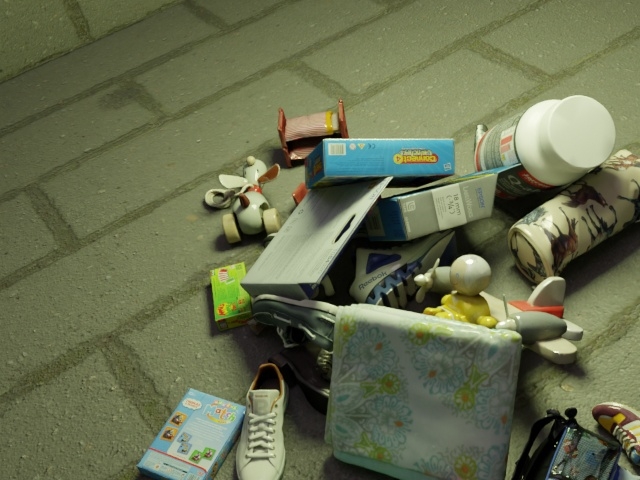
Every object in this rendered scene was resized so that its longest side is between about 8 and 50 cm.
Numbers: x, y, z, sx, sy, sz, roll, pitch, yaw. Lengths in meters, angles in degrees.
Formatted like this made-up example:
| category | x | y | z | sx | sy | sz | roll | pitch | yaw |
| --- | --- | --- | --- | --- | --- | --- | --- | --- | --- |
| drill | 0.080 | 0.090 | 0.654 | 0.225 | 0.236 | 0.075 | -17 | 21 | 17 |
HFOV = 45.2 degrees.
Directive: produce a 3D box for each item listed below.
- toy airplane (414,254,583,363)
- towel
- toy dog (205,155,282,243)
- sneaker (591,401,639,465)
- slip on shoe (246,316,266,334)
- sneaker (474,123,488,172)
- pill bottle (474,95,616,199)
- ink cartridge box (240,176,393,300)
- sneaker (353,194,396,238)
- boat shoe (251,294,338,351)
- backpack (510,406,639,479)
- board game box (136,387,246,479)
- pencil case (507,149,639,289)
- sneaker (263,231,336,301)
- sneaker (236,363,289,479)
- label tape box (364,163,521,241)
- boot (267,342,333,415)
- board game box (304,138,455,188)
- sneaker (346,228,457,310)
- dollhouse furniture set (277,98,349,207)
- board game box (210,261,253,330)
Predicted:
| category | x | y | z | sx | sy | sz | roll | pitch | yaw |
| --- | --- | --- | --- | --- | --- | --- | --- | --- | --- |
| toy airplane | 0.360 | 0.149 | 1.626 | 0.386 | 0.272 | 0.384 | -6 | 22 | 28 |
| towel | 0.185 | 0.303 | 1.482 | 0.375 | 0.320 | 0.090 | 8 | 9 | 29 |
| toy dog | -0.206 | -0.137 | 2.157 | 0.220 | 0.161 | 0.333 | -23 | 44 | -11 |
| sneaker | 0.601 | 0.379 | 1.473 | 0.185 | 0.069 | 0.084 | 23 | 48 | 34 |
| slip on shoe | -0.123 | 0.182 | 1.890 | 0.051 | 0.041 | 0.135 | -22 | 10 | 46 |
| sneaker | 0.499 | -0.234 | 2.149 | 0.132 | 0.086 | 0.228 | 0 | 54 | 8 |
| pill bottle | 0.545 | -0.227 | 1.896 | 0.210 | 0.210 | 0.363 | -27 | 1 | -14 |
| ink cartridge box | 0.000 | 0.000 | 1.788 | 0.330 | 0.071 | 0.324 | -2 | 45 | 54 |
| sneaker | 0.088 | -0.070 | 2.040 | 0.300 | 0.121 | 0.111 | -5 | 42 | 8 |
| boat shoe | -0.063 | 0.187 | 1.712 | 0.319 | 0.116 | 0.099 | -1 | 64 | 51 |
| backpack | 0.406 | 0.468 | 1.313 | 0.213 | 0.276 | 0.263 | 30 | 60 | 21 |
| board game box | -0.271 | 0.432 | 1.661 | 0.160 | 0.039 | 0.211 | 12 | 49 | 25 |
| pencil case | 0.633 | -0.048 | 1.842 | 0.410 | 0.160 | 0.183 | -32 | 88 | -16 |
| sneaker | -0.075 | 0.070 | 1.954 | 0.108 | 0.100 | 0.271 | -35 | 47 | -15 |
| sneaker | -0.128 | 0.388 | 1.612 | 0.106 | 0.123 | 0.290 | -4 | 45 | 7 |
| label tape box | 0.298 | -0.088 | 1.869 | 0.334 | 0.105 | 0.241 | -15 | 4 | -17 |
| boot | 0.029 | 0.256 | 1.733 | 0.229 | 0.091 | 0.263 | -38 | 46 | -23 |
| board game box | 0.133 | -0.182 | 1.869 | 0.308 | 0.086 | 0.302 | -1 | -2 | -9 |
| sneaker | 0.178 | 0.053 | 1.883 | 0.315 | 0.127 | 0.182 | -39 | 50 | -23 |
| dollhouse furniture set | -0.012 | -0.235 | 2.217 | 0.201 | 0.152 | 0.374 | -9 | 43 | 5 |
| board game box | -0.225 | 0.141 | 1.954 | 0.092 | 0.043 | 0.181 | -15 | 42 | -1 |
